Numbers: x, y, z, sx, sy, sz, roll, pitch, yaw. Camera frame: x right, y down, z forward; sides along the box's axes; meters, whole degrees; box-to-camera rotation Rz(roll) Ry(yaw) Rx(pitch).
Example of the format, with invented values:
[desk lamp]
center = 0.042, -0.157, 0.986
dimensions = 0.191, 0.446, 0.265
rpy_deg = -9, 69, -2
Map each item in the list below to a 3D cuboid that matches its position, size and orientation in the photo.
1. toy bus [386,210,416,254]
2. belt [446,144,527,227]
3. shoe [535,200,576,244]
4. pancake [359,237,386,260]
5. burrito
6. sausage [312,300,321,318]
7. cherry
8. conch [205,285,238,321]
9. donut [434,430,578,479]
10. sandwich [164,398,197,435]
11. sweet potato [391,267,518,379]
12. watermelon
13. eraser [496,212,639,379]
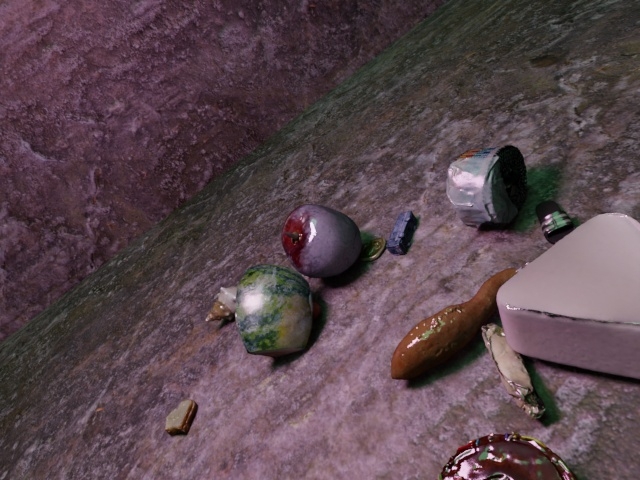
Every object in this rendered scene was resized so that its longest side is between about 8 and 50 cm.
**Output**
[toy bus]
center = 0.258, -0.024, 1.428
dimensions = 0.065, 0.047, 0.166
rpy_deg = -14, 35, 41
[belt]
center = 0.460, -0.149, 1.236
dimensions = 0.149, 0.207, 0.257
rpy_deg = -1, 28, 46
[shoe]
center = 0.583, -0.056, 1.133
dimensions = 0.071, 0.049, 0.179
rpy_deg = -24, 32, 21
[pancake]
center = 0.169, 0.029, 1.473
dimensions = 0.108, 0.017, 0.108
rpy_deg = -30, 27, 17
[burrito]
center = 0.378, 0.249, 0.897
dimensions = 0.058, 0.063, 0.230
rpy_deg = -34, 26, 22
[sausage]
center = -0.041, 0.215, 1.383
dimensions = 0.094, 0.059, 0.054
rpy_deg = -19, 15, 33
[cherry]
center = 0.000, 0.000, 1.439
dimensions = 0.255, 0.296, 0.218
rpy_deg = 47, 124, 45
[conch]
center = -0.306, 0.216, 1.609
dimensions = 0.233, 0.114, 0.137
rpy_deg = -31, 43, -3
[donut]
center = 0.294, 0.424, 0.708
dimensions = 0.234, 0.089, 0.235
rpy_deg = -26, 32, 18
[sandwich]
center = -0.417, 0.526, 1.349
dimensions = 0.093, 0.036, 0.105
rpy_deg = -17, 34, 32
[sweet potato]
center = 0.309, 0.186, 1.019
dimensions = 0.385, 0.109, 0.109
rpy_deg = -37, 30, -4
[watermelon]
center = -0.144, 0.183, 1.346
dimensions = 0.180, 0.223, 0.306
rpy_deg = 116, 152, -56
[eraser]
center = 0.535, 0.122, 0.813
dimensions = 0.330, 0.150, 0.331
rpy_deg = -20, 30, 12
